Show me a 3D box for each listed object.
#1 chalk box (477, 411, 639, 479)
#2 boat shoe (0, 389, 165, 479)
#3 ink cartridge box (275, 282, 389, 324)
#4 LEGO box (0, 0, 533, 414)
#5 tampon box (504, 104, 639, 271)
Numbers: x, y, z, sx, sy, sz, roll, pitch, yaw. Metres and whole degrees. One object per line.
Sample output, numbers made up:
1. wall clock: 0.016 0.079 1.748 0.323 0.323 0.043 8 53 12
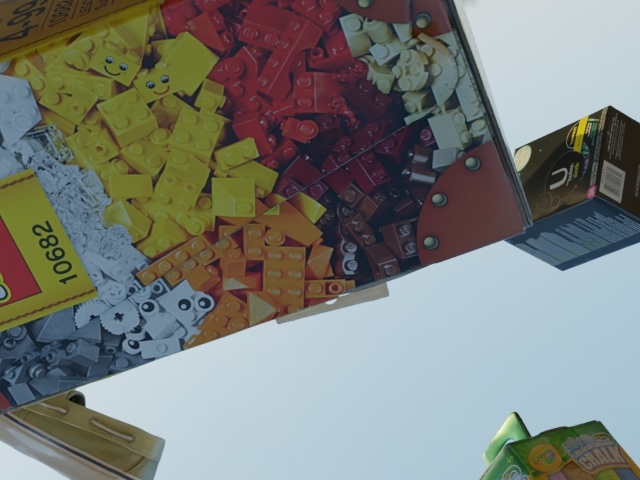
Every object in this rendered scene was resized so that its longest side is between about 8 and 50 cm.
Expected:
1. chalk box: 0.211 0.252 1.306 0.132 0.132 0.213 -7 -133 -41
2. boat shoe: -0.307 0.216 1.713 0.302 0.094 0.109 24 167 24
3. ink cartridge box: 0.000 0.000 1.763 0.145 0.179 0.045 -15 170 9
4. LEGO box: -0.098 -0.132 0.955 0.372 0.193 0.500 -19 -154 8
5. tampon box: 0.293 -0.055 1.623 0.101 0.120 0.161 27 151 -25
